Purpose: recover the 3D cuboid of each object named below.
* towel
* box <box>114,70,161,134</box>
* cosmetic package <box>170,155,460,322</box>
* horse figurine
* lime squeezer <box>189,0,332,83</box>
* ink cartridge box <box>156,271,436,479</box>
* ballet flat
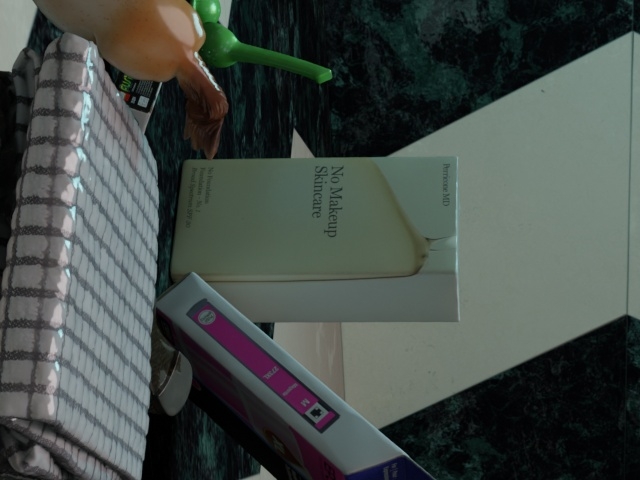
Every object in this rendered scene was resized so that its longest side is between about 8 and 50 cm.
[{"bbox_3d":[-0.179,0.031,0.949,0.284,0.121,0.235,73,18,-75],"label":"towel"},{"bbox_3d":[-0.159,-0.116,1.326,0.207,0.036,0.114,-82,-166,-57],"label":"box"},{"bbox_3d":[0.000,0.000,1.728,0.113,0.309,0.160,78,12,-57],"label":"cosmetic package"},{"bbox_3d":[-0.144,-0.147,0.931,0.066,0.263,0.174,-54,-164,-2],"label":"horse figurine"},{"bbox_3d":[-0.109,-0.263,1.796,0.310,0.110,0.059,55,0,39],"label":"lime squeezer"},{"bbox_3d":[-0.017,0.195,1.561,0.069,0.371,0.176,-41,150,-22],"label":"ink cartridge box"},{"bbox_3d":[-0.170,0.074,1.355,0.084,0.058,0.250,-63,155,-27],"label":"ballet flat"}]
